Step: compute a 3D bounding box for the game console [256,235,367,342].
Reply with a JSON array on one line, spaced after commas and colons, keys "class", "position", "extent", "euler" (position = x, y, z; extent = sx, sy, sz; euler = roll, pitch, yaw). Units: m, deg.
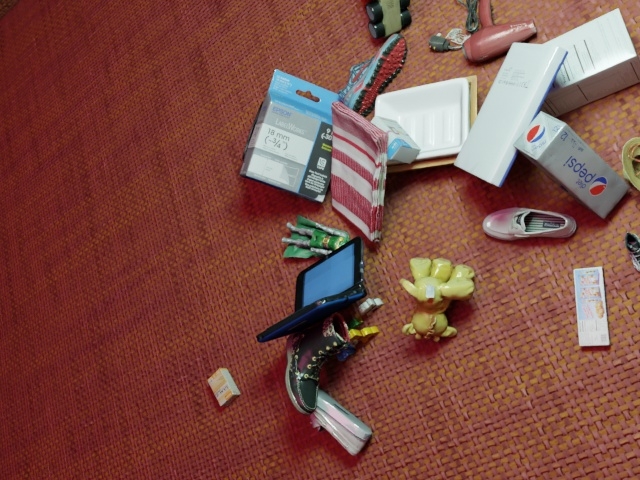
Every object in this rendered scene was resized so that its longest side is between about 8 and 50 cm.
[{"class": "game console", "position": [-0.030, 0.130, 1.842], "extent": [0.293, 0.250, 0.173], "euler": [-35, 73, 41]}]

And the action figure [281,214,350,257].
[{"class": "action figure", "position": [0.000, 0.000, 1.989], "extent": [0.232, 0.063, 0.137], "euler": [10, 81, 31]}]

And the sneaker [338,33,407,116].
[{"class": "sneaker", "position": [0.140, -0.495, 1.991], "extent": [0.125, 0.104, 0.261], "euler": [44, 103, 35]}]

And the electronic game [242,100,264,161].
[{"class": "electronic game", "position": [-0.190, -0.331, 2.125], "extent": [0.229, 0.048, 0.229], "euler": [-161, 90, -79]}]

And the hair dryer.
[{"class": "hair dryer", "position": [0.437, -0.583, 1.833], "extent": [0.294, 0.080, 0.223], "euler": [30, 95, 34]}]

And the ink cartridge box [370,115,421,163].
[{"class": "ink cartridge box", "position": [0.185, -0.259, 1.764], "extent": [0.052, 0.089, 0.122], "euler": [-54, 55, 27]}]

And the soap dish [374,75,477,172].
[{"class": "soap dish", "position": [0.286, -0.297, 1.837], "extent": [0.291, 0.118, 0.228], "euler": [-5, 76, 32]}]

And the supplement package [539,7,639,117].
[{"class": "supplement package", "position": [0.617, -0.411, 1.636], "extent": [0.244, 0.139, 0.133], "euler": [-21, 66, 28]}]

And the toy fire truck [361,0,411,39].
[{"class": "toy fire truck", "position": [0.164, -0.741, 1.983], "extent": [0.159, 0.217, 0.246], "euler": [-28, 55, -7]}]

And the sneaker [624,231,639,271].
[{"class": "sneaker", "position": [0.696, 0.026, 1.520], "extent": [0.038, 0.069, 0.098], "euler": [-30, 64, 24]}]

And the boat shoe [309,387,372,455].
[{"class": "boat shoe", "position": [0.015, 0.471, 1.845], "extent": [0.268, 0.096, 0.088], "euler": [32, 92, 26]}]

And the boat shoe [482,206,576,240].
[{"class": "boat shoe", "position": [0.496, -0.048, 1.665], "extent": [0.226, 0.076, 0.083], "euler": [-2, 77, 33]}]

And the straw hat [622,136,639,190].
[{"class": "straw hat", "position": [0.719, -0.156, 1.553], "extent": [0.061, 0.145, 0.144], "euler": [136, 133, -66]}]

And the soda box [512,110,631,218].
[{"class": "soda box", "position": [0.558, -0.162, 1.521], "extent": [0.098, 0.286, 0.091], "euler": [-53, 34, 12]}]

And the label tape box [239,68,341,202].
[{"class": "label tape box", "position": [-0.065, -0.304, 1.990], "extent": [0.106, 0.241, 0.333], "euler": [-166, 94, -73]}]

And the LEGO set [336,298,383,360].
[{"class": "LEGO set", "position": [0.076, 0.251, 1.853], "extent": [0.227, 0.093, 0.087], "euler": [-42, 60, 17]}]

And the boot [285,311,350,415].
[{"class": "boot", "position": [-0.005, 0.314, 1.781], "extent": [0.179, 0.085, 0.236], "euler": [-35, 44, 31]}]

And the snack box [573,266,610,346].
[{"class": "snack box", "position": [0.618, 0.151, 1.569], "extent": [0.064, 0.022, 0.178], "euler": [-8, 74, 32]}]

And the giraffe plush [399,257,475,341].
[{"class": "giraffe plush", "position": [0.283, 0.161, 1.717], "extent": [0.182, 0.210, 0.170], "euler": [16, 120, 23]}]

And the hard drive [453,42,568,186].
[{"class": "hard drive", "position": [0.429, -0.294, 1.585], "extent": [0.318, 0.040, 0.210], "euler": [-66, 18, 11]}]

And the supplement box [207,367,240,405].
[{"class": "supplement box", "position": [-0.292, 0.443, 2.081], "extent": [0.062, 0.036, 0.098], "euler": [-45, 59, 16]}]

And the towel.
[{"class": "towel", "position": [0.092, -0.181, 1.843], "extent": [0.237, 0.037, 0.328], "euler": [44, 143, 45]}]
